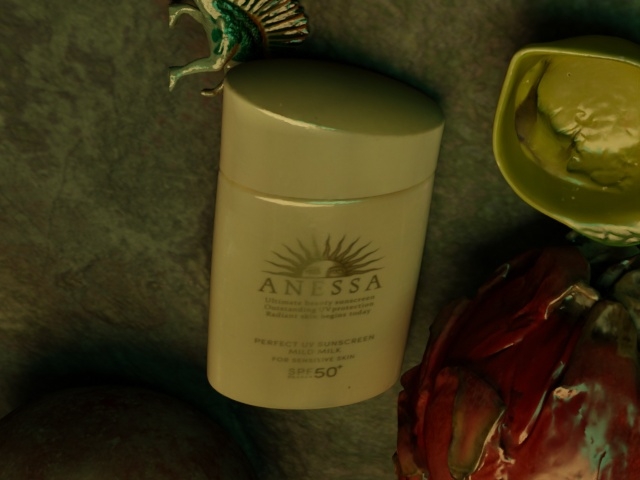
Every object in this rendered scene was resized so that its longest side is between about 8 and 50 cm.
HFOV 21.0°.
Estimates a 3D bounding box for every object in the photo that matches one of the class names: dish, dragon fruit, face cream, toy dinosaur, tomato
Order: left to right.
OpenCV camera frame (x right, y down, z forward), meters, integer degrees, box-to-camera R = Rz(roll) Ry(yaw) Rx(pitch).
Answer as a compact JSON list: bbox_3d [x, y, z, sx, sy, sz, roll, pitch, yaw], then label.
[{"bbox_3d":[-0.194,0.285,1.577,0.316,0.283,0.317,6,137,5],"label":"tomato"},{"bbox_3d":[-0.060,-0.160,1.278,0.106,0.044,0.187,0,123,-6],"label":"toy dinosaur"},{"bbox_3d":[0.000,0.000,1.383,0.173,0.081,0.349,-1,137,-8],"label":"face cream"},{"bbox_3d":[0.194,0.159,1.377,0.277,0.277,0.342,20,140,-8],"label":"dragon fruit"},{"bbox_3d":[0.206,-0.087,1.257,0.148,0.080,0.208,-26,123,28],"label":"dish"}]
